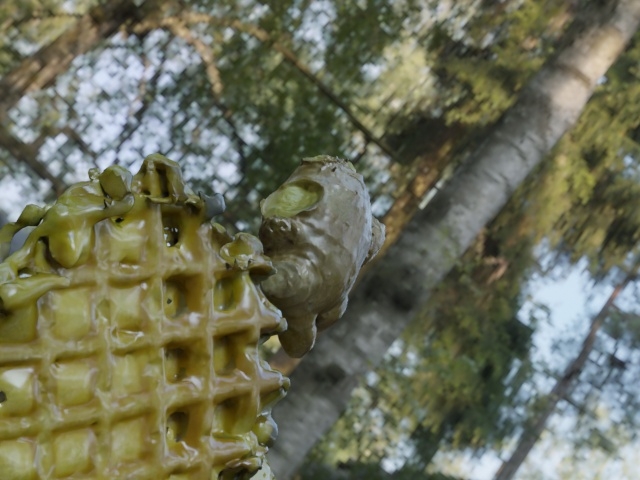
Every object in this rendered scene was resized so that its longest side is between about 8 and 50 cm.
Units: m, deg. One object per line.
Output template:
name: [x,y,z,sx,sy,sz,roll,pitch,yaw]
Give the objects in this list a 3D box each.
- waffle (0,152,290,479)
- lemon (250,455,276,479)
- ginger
waffle: [-0.112,0.088,0.759,0.060,0.280,0.262,-1,-43,40]
lemon: [-0.201,0.290,1.265,0.364,0.364,0.364,31,-27,18]
ginger: [0.000,0.000,1.208,0.102,0.216,0.157,1,-41,30]
